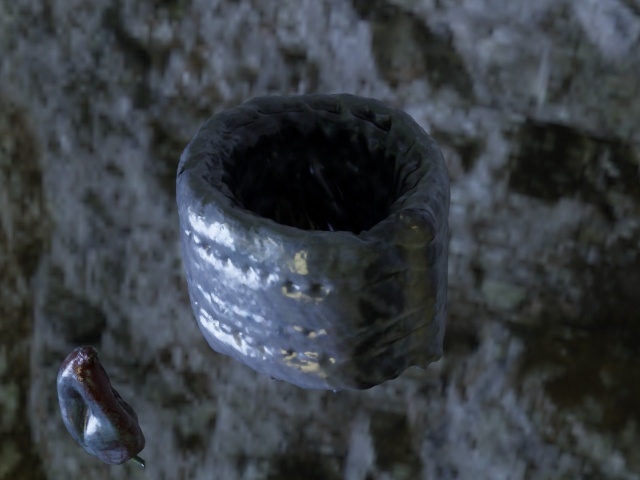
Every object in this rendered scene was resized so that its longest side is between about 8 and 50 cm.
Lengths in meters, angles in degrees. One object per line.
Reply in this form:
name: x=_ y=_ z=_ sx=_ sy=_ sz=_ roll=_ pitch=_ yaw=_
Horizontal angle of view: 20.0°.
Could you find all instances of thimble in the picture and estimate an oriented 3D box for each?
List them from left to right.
thimble: x=0.000 y=0.000 z=1.455 sx=0.217 sy=0.157 sz=0.245 roll=-22 pitch=-143 yaw=-24

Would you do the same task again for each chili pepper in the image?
chili pepper: x=-0.145 y=0.114 z=1.195 sx=0.050 sy=0.153 sz=0.041 roll=-2 pitch=-118 yaw=6
